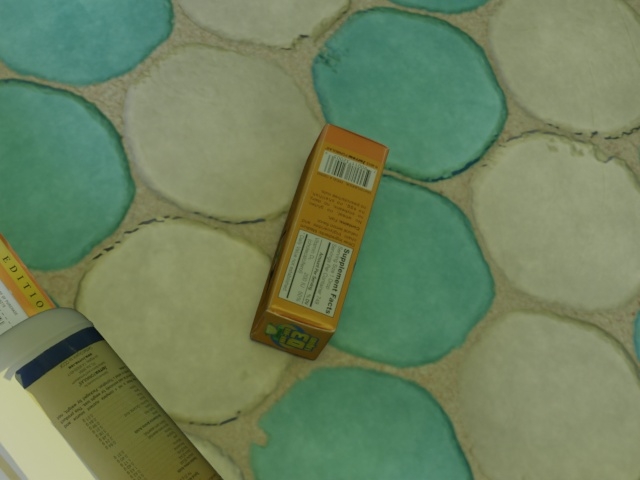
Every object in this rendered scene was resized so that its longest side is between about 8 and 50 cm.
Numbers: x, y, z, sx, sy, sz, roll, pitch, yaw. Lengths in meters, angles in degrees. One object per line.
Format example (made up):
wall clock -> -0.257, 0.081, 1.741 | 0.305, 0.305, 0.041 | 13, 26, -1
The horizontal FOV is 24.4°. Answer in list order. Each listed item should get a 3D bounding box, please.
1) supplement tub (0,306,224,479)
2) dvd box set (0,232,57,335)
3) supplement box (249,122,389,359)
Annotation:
supplement tub -> -0.195, 0.239, 1.228 | 0.228, 0.228, 0.316 | -38, 84, -28
dvd box set -> -0.494, 0.072, 1.351 | 0.420, 0.062, 0.307 | -33, 74, -26
supplement box -> 0.000, 0.000, 1.504 | 0.080, 0.078, 0.233 | 23, 60, -5
